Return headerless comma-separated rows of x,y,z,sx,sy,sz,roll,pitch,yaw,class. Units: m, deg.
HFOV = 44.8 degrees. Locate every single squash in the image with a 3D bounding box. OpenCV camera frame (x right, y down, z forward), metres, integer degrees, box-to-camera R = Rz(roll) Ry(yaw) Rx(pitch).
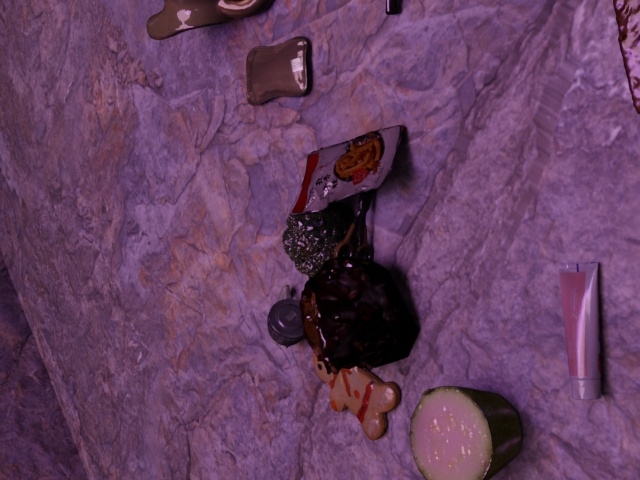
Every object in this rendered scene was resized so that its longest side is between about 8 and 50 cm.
0.237,0.309,1.244,0.170,0.123,0.170,7,99,51,squash

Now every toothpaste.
0.377,0.130,1.123,0.067,0.043,0.194,-8,82,52,toothpaste

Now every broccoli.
0.000,0.000,1.494,0.138,0.146,0.162,79,-177,-66,broccoli

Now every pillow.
-0.096,-0.359,1.642,0.217,0.033,0.130,1,92,51,pillow

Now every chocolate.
0.026,0.159,1.372,0.206,0.177,0.224,-23,96,35,chocolate

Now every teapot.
-0.066,0.171,1.644,0.092,0.124,0.091,26,141,2,teapot

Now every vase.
-0.236,-0.583,1.672,0.329,0.241,0.302,14,120,22,vase

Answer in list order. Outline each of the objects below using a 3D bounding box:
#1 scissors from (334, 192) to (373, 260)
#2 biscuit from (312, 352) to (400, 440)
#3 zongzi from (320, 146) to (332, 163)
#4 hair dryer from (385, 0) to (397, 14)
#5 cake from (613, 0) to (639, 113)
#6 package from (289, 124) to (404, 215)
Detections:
0.079,-0.057,1.446,0.017,0.088,0.220,17,97,55,scissors
0.059,0.283,1.532,0.234,0.030,0.153,42,123,39,biscuit
0.029,-0.162,1.518,0.076,0.040,0.083,-28,55,41,zongzi
0.052,-0.561,1.356,0.320,0.156,0.284,19,98,39,hair dryer
0.485,-0.257,0.822,0.293,0.196,0.198,-10,85,52,cake
0.043,-0.125,1.427,0.239,0.030,0.154,-15,46,45,package
